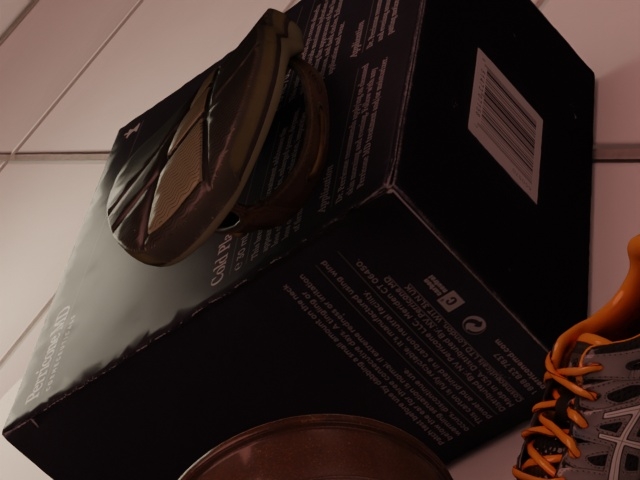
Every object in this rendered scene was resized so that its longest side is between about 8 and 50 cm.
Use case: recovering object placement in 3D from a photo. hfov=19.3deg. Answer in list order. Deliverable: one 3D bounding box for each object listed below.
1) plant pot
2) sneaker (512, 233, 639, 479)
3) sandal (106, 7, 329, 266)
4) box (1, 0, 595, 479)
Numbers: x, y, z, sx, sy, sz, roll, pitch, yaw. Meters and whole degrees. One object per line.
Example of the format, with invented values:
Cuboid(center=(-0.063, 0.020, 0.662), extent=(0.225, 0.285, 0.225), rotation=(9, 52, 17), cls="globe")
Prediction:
Cuboid(center=(0.007, 0.197, 0.903), extent=(0.167, 0.167, 0.165), rotation=(-41, 29, 13), cls="plant pot")
Cuboid(center=(0.139, 0.088, 0.942), extent=(0.215, 0.083, 0.084), rotation=(-54, 25, -16), cls="sneaker")
Cuboid(center=(-0.035, -0.058, 1.044), extent=(0.120, 0.086, 0.303), rotation=(-44, 7, 18), cls="sandal")
Cuboid(center=(0.000, 0.000, 1.214), extent=(0.312, 0.179, 0.343), rotation=(-31, 26, 29), cls="box")
